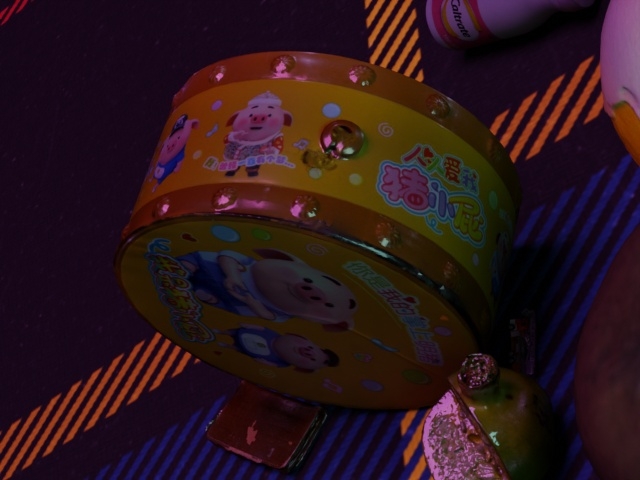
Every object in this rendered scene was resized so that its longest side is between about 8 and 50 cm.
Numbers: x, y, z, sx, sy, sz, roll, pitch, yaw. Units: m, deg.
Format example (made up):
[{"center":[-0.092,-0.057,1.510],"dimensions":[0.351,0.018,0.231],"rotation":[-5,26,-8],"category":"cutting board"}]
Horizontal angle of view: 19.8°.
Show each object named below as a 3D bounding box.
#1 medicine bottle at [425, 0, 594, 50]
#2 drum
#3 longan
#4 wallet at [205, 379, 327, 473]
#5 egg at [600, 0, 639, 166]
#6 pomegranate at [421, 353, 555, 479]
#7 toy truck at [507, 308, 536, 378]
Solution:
[{"center":[0.235,-0.297,2.260],"dimensions":[0.216,0.090,0.090],"rotation":[-10,52,45],"category":"medicine bottle"},{"center":[0.000,0.000,1.991],"dimensions":[0.431,0.431,0.214],"rotation":[-13,50,43],"category":"drum"},{"center":[0.366,0.110,1.564],"dimensions":[0.319,0.319,0.319],"rotation":[-30,40,29],"category":"longan"},{"center":[-0.066,0.224,2.208],"dimensions":[0.176,0.026,0.095],"rotation":[12,63,52],"category":"wallet"},{"center":[0.410,-0.187,1.750],"dimensions":[0.283,0.345,0.283],"rotation":[-3,55,4],"category":"egg"},{"center":[0.180,0.182,1.862],"dimensions":[0.143,0.122,0.169],"rotation":[-124,35,-49],"category":"pomegranate"},{"center":[0.218,0.113,1.975],"dimensions":[0.032,0.024,0.083],"rotation":[-10,51,17],"category":"toy truck"}]
